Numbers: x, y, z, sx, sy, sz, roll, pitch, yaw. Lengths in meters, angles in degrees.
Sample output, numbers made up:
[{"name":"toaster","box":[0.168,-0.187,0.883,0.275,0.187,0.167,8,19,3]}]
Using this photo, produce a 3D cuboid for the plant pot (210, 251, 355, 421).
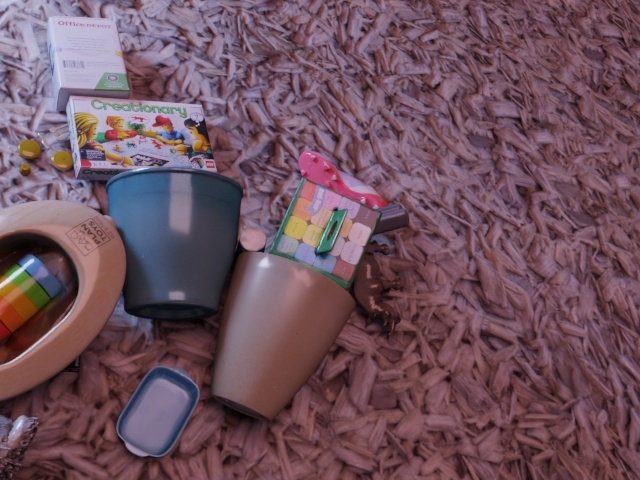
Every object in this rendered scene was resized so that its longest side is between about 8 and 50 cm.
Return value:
[{"name":"plant pot","box":[-0.099,0.202,1.596,0.257,0.256,0.274,25,71,-7]}]

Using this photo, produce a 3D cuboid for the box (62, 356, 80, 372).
[{"name":"box","box":[-0.487,0.206,1.546,0.067,0.018,0.083,7,57,-19]}]

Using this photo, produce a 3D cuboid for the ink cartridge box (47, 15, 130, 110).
[{"name":"ink cartridge box","box":[-0.531,-0.401,1.861,0.154,0.093,0.212,-3,63,-26]}]

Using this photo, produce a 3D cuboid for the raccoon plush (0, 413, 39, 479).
[{"name":"raccoon plush","box":[-0.555,0.487,1.292,0.299,0.216,0.446,-20,99,-46]}]

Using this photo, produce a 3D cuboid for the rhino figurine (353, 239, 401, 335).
[{"name":"rhino figurine","box":[0.118,0.102,1.833,0.106,0.073,0.243,-2,62,-28]}]

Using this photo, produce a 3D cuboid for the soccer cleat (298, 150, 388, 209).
[{"name":"soccer cleat","box":[0.055,-0.131,1.960,0.248,0.083,0.095,36,24,7]}]

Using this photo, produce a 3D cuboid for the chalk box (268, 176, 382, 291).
[{"name":"chalk box","box":[0.000,0.000,1.660,0.179,0.289,0.180,24,76,-1]}]

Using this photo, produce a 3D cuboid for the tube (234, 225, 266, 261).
[{"name":"tube","box":[-0.146,0.031,1.687,0.052,0.207,0.080,-41,82,-20]}]

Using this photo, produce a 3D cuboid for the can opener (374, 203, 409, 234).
[{"name":"can opener","box":[0.062,-0.040,1.850,0.281,0.093,0.074,-10,24,-11]}]

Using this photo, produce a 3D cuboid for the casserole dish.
[{"name":"casserole dish","box":[-0.306,0.324,1.538,0.114,0.037,0.188,30,52,-3]}]

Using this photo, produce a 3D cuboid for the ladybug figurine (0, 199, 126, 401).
[{"name":"ladybug figurine","box":[-0.542,0.111,1.458,0.449,0.162,0.305,-39,85,-23]}]

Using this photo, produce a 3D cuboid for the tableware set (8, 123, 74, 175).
[{"name":"tableware set","box":[-0.578,-0.185,1.752,0.154,0.024,0.104,-32,79,-36]}]

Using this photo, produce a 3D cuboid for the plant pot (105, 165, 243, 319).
[{"name":"plant pot","box":[-0.287,0.020,1.612,0.272,0.272,0.255,4,74,-21]}]

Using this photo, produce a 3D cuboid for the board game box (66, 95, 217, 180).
[{"name":"board game box","box":[-0.396,-0.222,1.818,0.305,0.053,0.193,-1,60,-29]}]
